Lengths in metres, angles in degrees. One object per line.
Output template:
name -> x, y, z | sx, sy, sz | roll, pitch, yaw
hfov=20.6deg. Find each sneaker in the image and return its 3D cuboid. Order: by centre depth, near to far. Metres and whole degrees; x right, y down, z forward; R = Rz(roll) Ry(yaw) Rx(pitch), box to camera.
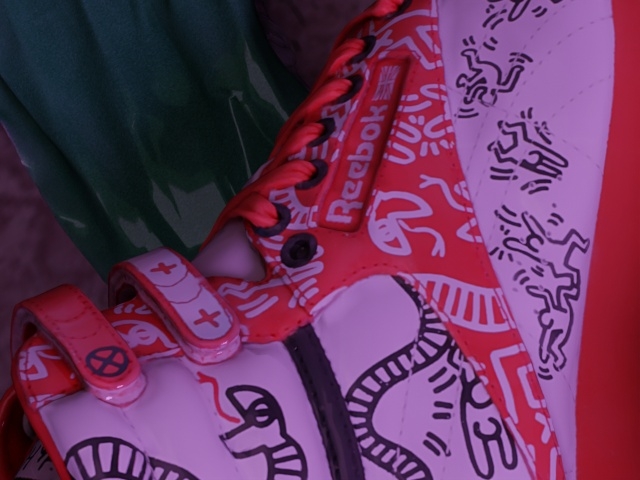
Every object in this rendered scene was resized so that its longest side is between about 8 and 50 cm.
sneaker -> 0.000, 0.000, 0.420 | 0.145, 0.090, 0.270 | 6, 67, -13

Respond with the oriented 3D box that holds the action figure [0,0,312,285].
action figure -> -0.057, -0.059, 0.528 | 0.137, 0.063, 0.232 | -34, 64, 6
